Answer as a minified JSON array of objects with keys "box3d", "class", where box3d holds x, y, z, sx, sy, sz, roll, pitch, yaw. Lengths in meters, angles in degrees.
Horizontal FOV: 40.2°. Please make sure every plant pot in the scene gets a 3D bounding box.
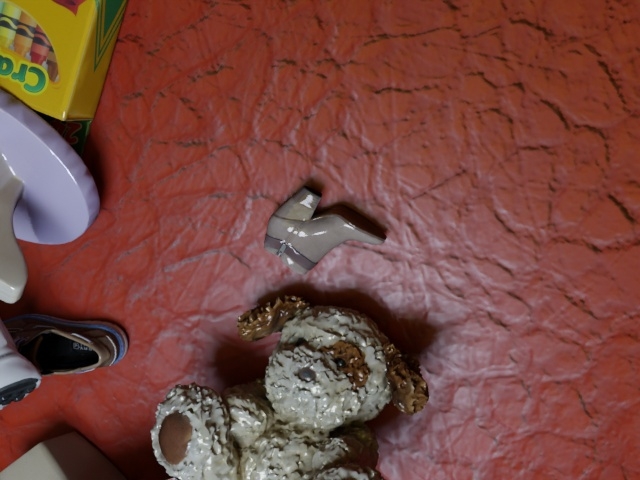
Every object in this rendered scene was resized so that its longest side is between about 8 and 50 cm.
[{"box3d":[-0.302,0.283,1.001,0.109,0.109,0.096,-37,78,13],"class":"plant pot"}]

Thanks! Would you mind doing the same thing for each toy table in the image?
[{"box3d":[-0.388,-0.053,0.905,0.274,0.161,0.252,21,130,6],"class":"toy table"}]

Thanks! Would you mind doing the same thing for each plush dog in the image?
[{"box3d":[-0.005,0.177,0.904,0.262,0.210,0.225,23,83,24],"class":"plush dog"}]

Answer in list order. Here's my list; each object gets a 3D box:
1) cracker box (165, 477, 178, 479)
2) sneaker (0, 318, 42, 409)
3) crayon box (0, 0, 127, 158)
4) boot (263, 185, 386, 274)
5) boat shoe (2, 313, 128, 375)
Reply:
[{"box3d":[-0.169,0.345,0.932,0.155,0.067,0.232,-18,137,12],"class":"cracker box"},{"box3d":[-0.423,0.163,0.984,0.292,0.110,0.118,-33,80,33],"class":"sneaker"},{"box3d":[-0.314,-0.262,0.933,0.202,0.081,0.319,20,102,7],"class":"crayon box"},{"box3d":[0.000,0.000,0.936,0.118,0.042,0.087,32,109,6],"class":"boot"},{"box3d":[-0.316,0.120,0.994,0.183,0.066,0.066,-6,98,12],"class":"boat shoe"}]
